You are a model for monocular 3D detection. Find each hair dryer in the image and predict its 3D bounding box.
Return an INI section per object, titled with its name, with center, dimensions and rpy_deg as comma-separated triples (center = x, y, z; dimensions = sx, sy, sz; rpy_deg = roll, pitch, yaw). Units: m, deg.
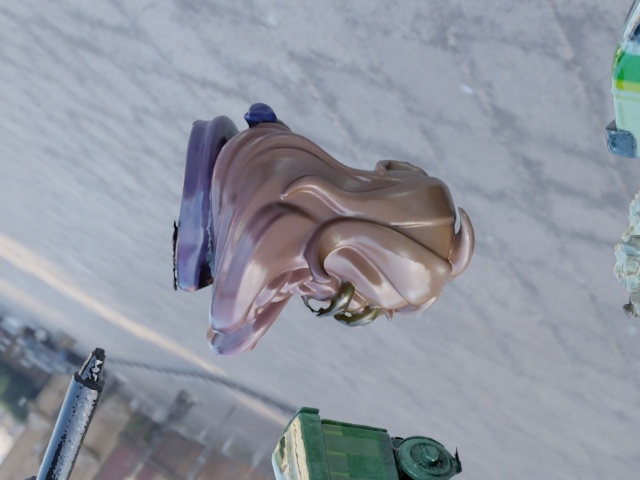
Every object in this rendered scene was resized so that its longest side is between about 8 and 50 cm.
[hair dryer]
center = -0.247, 0.216, 1.145
dimensions = 0.070, 0.248, 0.114
rpy_deg = 23, -159, -8

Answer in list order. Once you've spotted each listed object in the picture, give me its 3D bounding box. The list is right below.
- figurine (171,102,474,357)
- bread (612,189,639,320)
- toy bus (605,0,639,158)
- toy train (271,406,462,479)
[figurine]
center = -0.006, 0.000, 0.595
dimensions = 0.157, 0.126, 0.114
rpy_deg = 12, -172, 19
[bread]
center = 0.406, -0.019, 1.058
dimensions = 0.270, 0.211, 0.315
rpy_deg = 4, -176, 7
[toy bus]
center = 0.293, -0.107, 0.634
dimensions = 0.276, 0.133, 0.165
rpy_deg = 17, 134, 40
[toy train]
center = 0.058, 0.311, 1.245
dimensions = 0.202, 0.120, 0.301
rpy_deg = 10, -148, -14
